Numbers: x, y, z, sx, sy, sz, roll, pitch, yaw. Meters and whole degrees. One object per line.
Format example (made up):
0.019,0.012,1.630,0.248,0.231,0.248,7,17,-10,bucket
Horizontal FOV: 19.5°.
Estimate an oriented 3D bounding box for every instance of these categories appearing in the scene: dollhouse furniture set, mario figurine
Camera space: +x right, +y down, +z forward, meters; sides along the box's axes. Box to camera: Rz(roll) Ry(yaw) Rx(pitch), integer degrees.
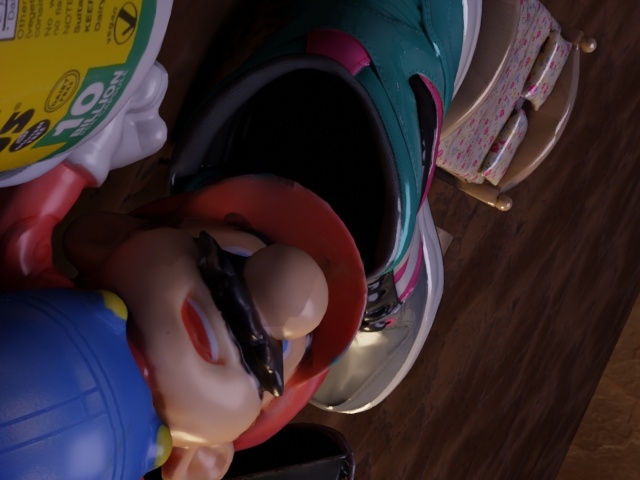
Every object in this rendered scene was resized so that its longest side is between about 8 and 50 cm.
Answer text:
0.156,-0.110,1.136,0.355,0.174,0.303,-63,163,3,dollhouse furniture set
-0.077,0.044,0.693,0.320,0.170,0.198,-28,132,-54,mario figurine

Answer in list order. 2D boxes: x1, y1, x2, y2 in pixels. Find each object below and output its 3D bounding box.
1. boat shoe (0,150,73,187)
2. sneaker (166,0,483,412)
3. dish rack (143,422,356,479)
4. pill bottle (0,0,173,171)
-0.067,-0.124,0.644,0.228,0.080,0.076,-70,161,3,boat shoe
0.000,0.000,0.929,0.178,0.124,0.295,-48,151,-51,sneaker
-0.057,0.180,0.716,0.271,0.208,0.074,-123,-157,-63,dish rack
-0.132,-0.065,0.462,0.208,0.117,0.117,-21,136,-66,pill bottle
